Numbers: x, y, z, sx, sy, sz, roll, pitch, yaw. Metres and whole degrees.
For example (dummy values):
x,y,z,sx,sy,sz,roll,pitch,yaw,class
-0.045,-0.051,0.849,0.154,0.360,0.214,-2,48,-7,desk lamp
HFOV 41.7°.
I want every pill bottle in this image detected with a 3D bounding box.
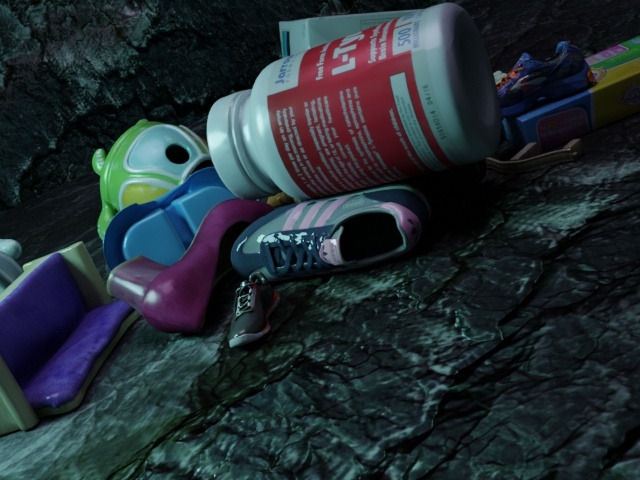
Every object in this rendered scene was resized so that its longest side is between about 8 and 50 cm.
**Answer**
x,y,z,sx,sy,sz,roll,pitch,yaw,class
0.044,-0.187,1.266,0.407,0.229,0.229,-13,20,26,pill bottle

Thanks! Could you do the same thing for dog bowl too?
x,y,z,sx,sy,sz,roll,pitch,yaw,class
-0.251,-0.017,1.522,0.297,0.166,0.074,-30,7,-19,dog bowl

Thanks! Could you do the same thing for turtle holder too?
x,y,z,sx,sy,sz,roll,pitch,yaw,class
-0.357,-0.123,1.827,0.227,0.243,0.320,12,26,33,turtle holder

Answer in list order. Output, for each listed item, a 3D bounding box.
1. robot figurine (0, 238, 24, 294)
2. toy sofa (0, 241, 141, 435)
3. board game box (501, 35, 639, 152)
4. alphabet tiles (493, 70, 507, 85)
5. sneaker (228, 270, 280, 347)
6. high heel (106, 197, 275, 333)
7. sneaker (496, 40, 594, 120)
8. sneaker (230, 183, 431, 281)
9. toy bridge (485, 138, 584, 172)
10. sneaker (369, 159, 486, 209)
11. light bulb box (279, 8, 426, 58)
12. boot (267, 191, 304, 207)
x,y,z,sx,sy,sz,roll,pitch,yaw,class
-0.689,0.111,1.610,0.353,0.200,0.300,-4,41,48,robot figurine
-0.420,0.135,1.287,0.177,0.150,0.362,-20,17,14,toy sofa
0.469,-0.258,1.466,0.316,0.064,0.242,-23,18,2,board game box
0.243,-0.235,1.615,0.278,0.021,0.284,-38,12,11,alphabet tiles
-0.102,0.091,1.154,0.061,0.065,0.158,-19,18,14,sneaker
-0.148,0.044,1.361,0.181,0.127,0.377,24,37,28,high heel
0.336,-0.265,1.399,0.221,0.087,0.083,-22,17,3,sneaker
0.000,0.000,1.219,0.319,0.112,0.131,-19,15,18,sneaker
0.326,-0.131,1.335,0.063,0.026,0.188,-37,22,-32,toy bridge
0.127,-0.089,1.343,0.267,0.101,0.106,-15,21,26,sneaker
0.107,-0.427,2.011,0.357,0.225,0.361,-7,15,-12,light bulb box
-0.045,-0.092,1.630,0.152,0.073,0.197,-16,12,30,boot
